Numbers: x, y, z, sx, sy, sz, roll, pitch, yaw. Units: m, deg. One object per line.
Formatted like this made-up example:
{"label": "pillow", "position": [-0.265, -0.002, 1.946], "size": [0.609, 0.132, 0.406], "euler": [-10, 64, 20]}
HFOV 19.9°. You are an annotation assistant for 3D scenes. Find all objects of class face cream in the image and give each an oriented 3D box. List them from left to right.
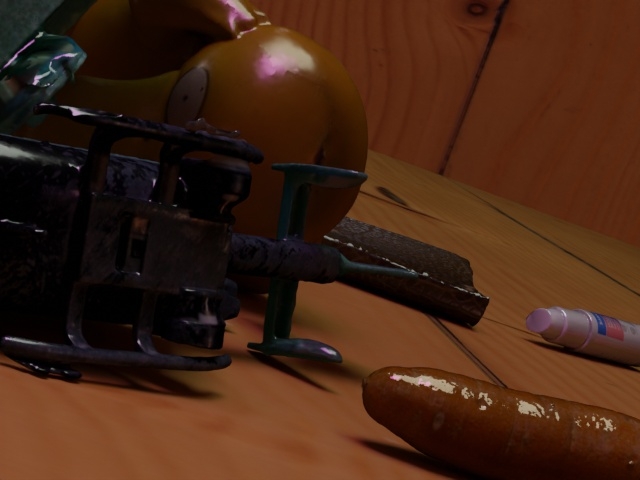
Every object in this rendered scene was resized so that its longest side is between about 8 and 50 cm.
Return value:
{"label": "face cream", "position": [0.206, 0.072, 1.393], "size": [0.130, 0.034, 0.034], "euler": [14, 9, -42]}

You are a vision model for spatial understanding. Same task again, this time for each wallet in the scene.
{"label": "wallet", "position": [0.000, 0.000, 1.337], "size": [0.243, 0.039, 0.133], "euler": [21, 10, -8]}

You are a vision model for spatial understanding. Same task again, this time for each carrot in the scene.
{"label": "carrot", "position": [0.080, 0.085, 0.797], "size": [0.139, 0.048, 0.048], "euler": [16, 7, -15]}

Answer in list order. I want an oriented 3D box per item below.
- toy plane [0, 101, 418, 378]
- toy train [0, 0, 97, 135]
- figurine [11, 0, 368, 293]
{"label": "toy plane", "position": [-0.083, -0.003, 0.806], "size": [0.155, 0.106, 0.381], "euler": [10, 2, 43]}
{"label": "toy train", "position": [-0.156, -0.138, 0.915], "size": [0.120, 0.298, 0.194], "euler": [48, -33, -15]}
{"label": "figurine", "position": [-0.075, -0.076, 1.081], "size": [0.215, 0.215, 0.228], "euler": [20, 19, -10]}
